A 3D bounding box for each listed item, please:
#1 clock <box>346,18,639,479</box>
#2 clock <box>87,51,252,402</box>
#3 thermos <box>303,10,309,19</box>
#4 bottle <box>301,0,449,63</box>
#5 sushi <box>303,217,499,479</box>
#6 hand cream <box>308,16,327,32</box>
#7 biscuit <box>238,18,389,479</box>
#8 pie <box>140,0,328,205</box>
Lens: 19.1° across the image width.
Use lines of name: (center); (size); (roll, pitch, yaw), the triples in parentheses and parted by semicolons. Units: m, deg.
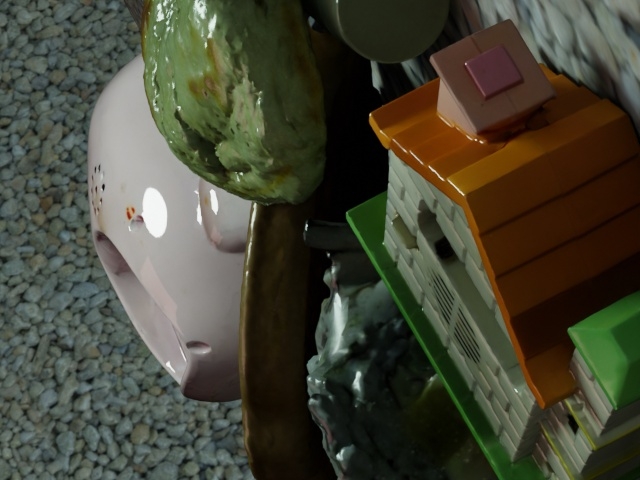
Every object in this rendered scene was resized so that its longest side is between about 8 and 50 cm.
clock: (0.113, 0.008, 0.985); (0.220, 0.106, 0.255); (60, 169, 18)
clock: (-0.110, -0.028, 1.976); (0.368, 0.250, 0.376); (108, 138, -72)
thermos: (-0.036, -0.195, 1.481); (0.188, 0.083, 0.073); (-147, 59, -76)
bottle: (0.015, -0.166, 1.175); (0.072, 0.072, 0.201); (65, 174, -24)
sushi: (0.085, 0.107, 1.235); (0.274, 0.184, 0.139); (62, 174, 15)
hand cream: (-0.032, -0.257, 1.368); (0.080, 0.050, 0.234); (67, -179, -71)
biscuit: (0.000, 0.022, 1.453); (0.381, 0.074, 0.359); (33, -116, -81)
pie: (-0.064, -0.118, 1.207); (0.248, 0.090, 0.201); (-178, 78, -74)
